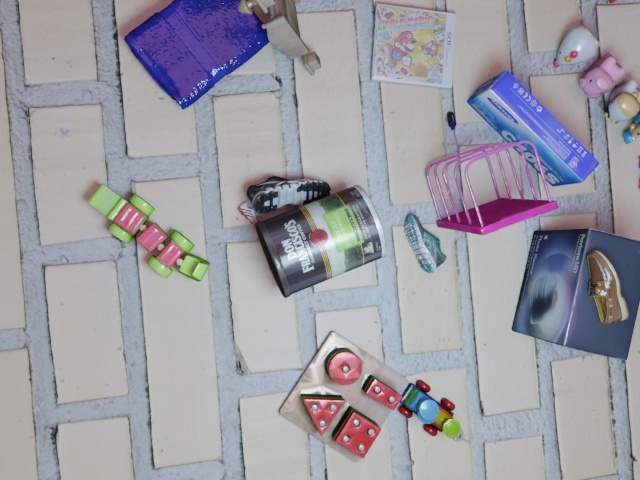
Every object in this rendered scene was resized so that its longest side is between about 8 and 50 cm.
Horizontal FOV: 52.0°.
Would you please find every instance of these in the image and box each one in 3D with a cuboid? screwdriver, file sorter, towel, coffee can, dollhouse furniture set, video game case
[{"bbox_3d":[0.353,-0.287,1.737,0.025,0.170,0.024,35,127,-26],"label":"screwdriver"},{"bbox_3d":[0.413,-0.139,1.655,0.202,0.291,0.182,-20,98,-9],"label":"file sorter"},{"bbox_3d":[-0.307,-0.508,1.666,0.308,0.076,0.227,-40,103,-8],"label":"towel"},{"bbox_3d":[0.000,0.000,1.644,0.275,0.201,0.201,-22,93,-9],"label":"coffee can"},{"bbox_3d":[-0.165,-0.609,1.647,0.174,0.355,0.303,-19,59,19],"label":"dollhouse furniture set"},{"bbox_3d":[0.253,-0.524,1.773,0.227,0.026,0.206,4,89,-9],"label":"video game case"}]

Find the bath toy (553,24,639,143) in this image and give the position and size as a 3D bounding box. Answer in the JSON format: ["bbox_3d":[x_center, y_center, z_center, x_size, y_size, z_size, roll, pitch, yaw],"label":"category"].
[{"bbox_3d":[0.782,-0.433,1.813,0.348,0.151,0.129,46,119,-6],"label":"bath toy"}]

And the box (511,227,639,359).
[{"bbox_3d":[0.664,0.128,1.702,0.183,0.294,0.296,14,87,-9],"label":"box"}]

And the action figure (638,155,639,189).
[{"bbox_3d":[0.930,-0.185,1.880,0.038,0.030,0.115,-2,92,-14],"label":"action figure"}]

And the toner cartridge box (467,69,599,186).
[{"bbox_3d":[0.563,-0.291,1.753,0.348,0.165,0.075,43,84,-6],"label":"toner cartridge box"}]

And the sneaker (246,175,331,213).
[{"bbox_3d":[-0.087,-0.130,1.691,0.234,0.106,0.078,-12,125,-30],"label":"sneaker"}]

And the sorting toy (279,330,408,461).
[{"bbox_3d":[0.069,0.413,1.709,0.255,0.089,0.257,34,85,-7],"label":"sorting toy"}]

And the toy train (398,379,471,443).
[{"bbox_3d":[0.332,0.480,1.723,0.248,0.143,0.105,37,85,-7],"label":"toy train"}]

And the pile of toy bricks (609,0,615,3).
[{"bbox_3d":[0.812,-0.785,1.823,0.118,0.105,0.212,-31,95,-8],"label":"pile of toy bricks"}]

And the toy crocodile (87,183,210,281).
[{"bbox_3d":[-0.423,-0.014,1.624,0.340,0.105,0.115,42,84,-6],"label":"toy crocodile"}]

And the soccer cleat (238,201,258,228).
[{"bbox_3d":[-0.177,-0.063,1.703,0.035,0.029,0.083,-43,91,-3],"label":"soccer cleat"}]

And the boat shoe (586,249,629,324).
[{"bbox_3d":[0.655,0.111,1.520,0.060,0.064,0.178,-21,94,-8],"label":"boat shoe"}]

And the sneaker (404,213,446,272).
[{"bbox_3d":[0.285,0.001,1.768,0.076,0.065,0.166,-27,97,-25],"label":"sneaker"}]
